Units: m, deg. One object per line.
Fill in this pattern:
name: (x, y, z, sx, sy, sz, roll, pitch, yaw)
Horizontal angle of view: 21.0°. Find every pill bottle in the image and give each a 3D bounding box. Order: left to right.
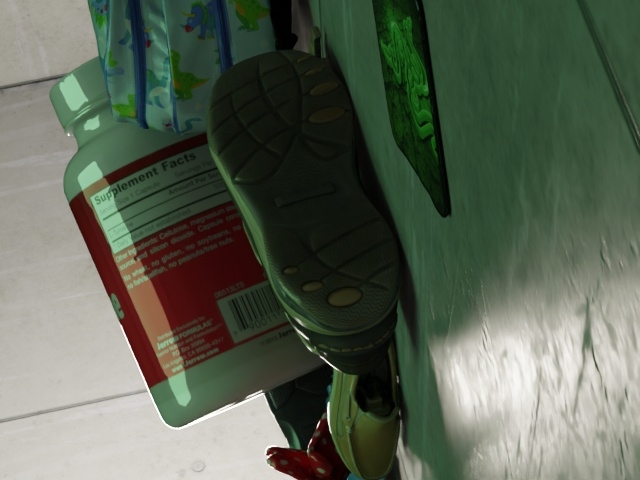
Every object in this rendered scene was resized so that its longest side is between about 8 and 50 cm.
pill bottle: (-0.149, -0.014, 1.942, 0.229, 0.229, 0.408, 115, 131, -82)

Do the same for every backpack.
backpack: (-0.139, -0.283, 1.793, 0.356, 0.273, 0.290, 64, 165, 12)

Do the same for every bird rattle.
bird rattle: (0.029, 0.303, 1.711, 0.207, 0.143, 0.253, 53, -176, -28)

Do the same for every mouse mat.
mouse mat: (0.056, -0.113, 1.155, 0.190, 0.007, 0.153, -116, 15, -67)

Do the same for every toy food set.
toy food set: (0.005, -0.134, 1.624, 0.122, 0.019, 0.078, 95, 163, -52)

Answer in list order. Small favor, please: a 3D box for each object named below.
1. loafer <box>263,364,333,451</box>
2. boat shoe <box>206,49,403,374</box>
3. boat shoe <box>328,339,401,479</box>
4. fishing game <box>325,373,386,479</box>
loafer: (-0.009, 0.196, 2.084, 0.095, 0.109, 0.303, 85, 171, -87)
boat shoe: (-0.019, -0.025, 1.491, 0.355, 0.132, 0.130, -105, 6, -45)
boat shoe: (0.045, 0.150, 1.581, 0.072, 0.068, 0.190, -131, 28, -56)
fishing game: (0.049, 0.233, 1.868, 0.189, 0.041, 0.264, -118, 20, -45)
